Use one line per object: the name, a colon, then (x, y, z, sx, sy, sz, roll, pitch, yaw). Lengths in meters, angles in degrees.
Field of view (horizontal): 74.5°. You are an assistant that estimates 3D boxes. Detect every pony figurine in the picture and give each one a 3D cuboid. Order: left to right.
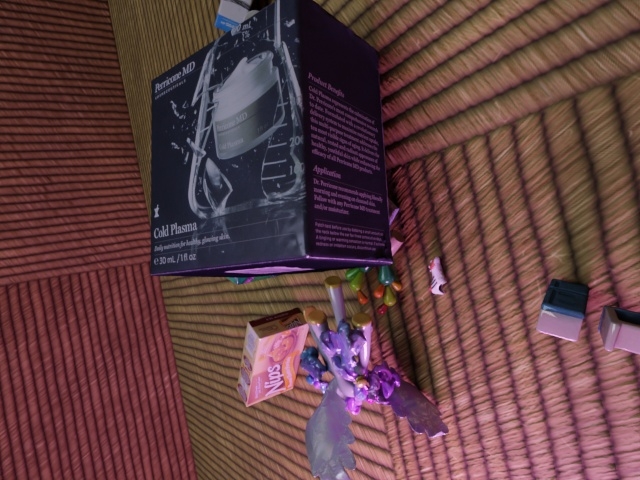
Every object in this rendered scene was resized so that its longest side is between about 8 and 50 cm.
pony figurine: (0.073, 0.310, 0.953, 0.351, 0.303, 0.363, -132, 27, -64)

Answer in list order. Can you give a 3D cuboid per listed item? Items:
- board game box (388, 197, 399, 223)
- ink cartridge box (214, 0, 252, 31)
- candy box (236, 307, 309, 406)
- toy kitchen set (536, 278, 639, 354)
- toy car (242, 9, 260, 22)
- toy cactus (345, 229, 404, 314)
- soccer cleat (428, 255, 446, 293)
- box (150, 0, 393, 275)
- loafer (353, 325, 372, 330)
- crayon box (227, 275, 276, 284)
board game box: (0.133, -0.067, 0.989, 0.090, 0.020, 0.090, 53, 137, 32)
ink cartridge box: (-0.236, -0.739, 1.239, 0.203, 0.086, 0.148, -46, 34, 49)
candy box: (-0.158, 0.381, 1.371, 0.087, 0.183, 0.316, 45, 132, 40)
toy kitchen set: (0.424, 0.057, 0.561, 0.207, 0.122, 0.166, 14, 111, 31)
toy car: (-0.191, -0.561, 1.222, 0.182, 0.136, 0.159, -40, 33, 21)
toy cactus: (0.127, 0.045, 0.968, 0.180, 0.112, 0.219, -46, 63, 38)
soccer cleat: (0.243, 0.072, 0.865, 0.035, 0.029, 0.083, 17, 115, 42)
box: (-0.125, -0.165, 0.933, 0.480, 0.297, 0.472, -9, 79, 38)
loafer: (0.099, 0.253, 1.107, 0.125, 0.045, 0.039, -64, 32, 33)
crayon box: (-0.280, 0.063, 1.478, 0.278, 0.165, 0.081, 22, 116, 51)
